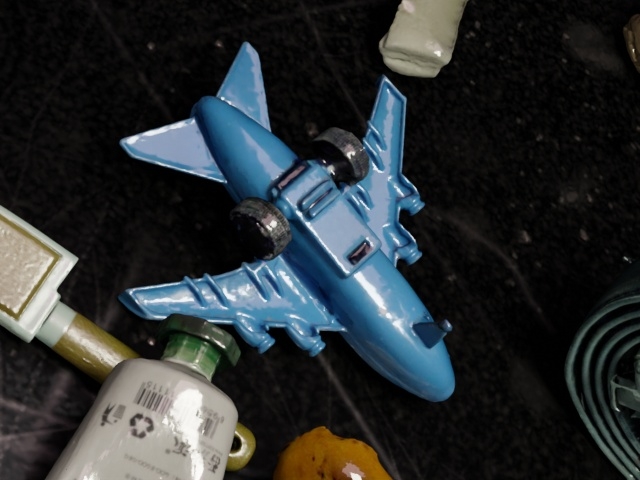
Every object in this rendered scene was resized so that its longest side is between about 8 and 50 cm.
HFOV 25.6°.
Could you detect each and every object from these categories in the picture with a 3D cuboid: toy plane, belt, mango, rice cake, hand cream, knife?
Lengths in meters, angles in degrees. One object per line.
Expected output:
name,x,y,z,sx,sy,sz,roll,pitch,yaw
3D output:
toy plane,0.000,0.000,0.943,0.271,0.105,0.254,46,64,4
belt,0.294,0.123,0.983,0.267,0.206,0.116,51,53,-6
mango,0.022,0.171,0.872,0.127,0.077,0.063,44,53,-12
rice cake,0.108,-0.230,1.163,0.057,0.052,0.256,11,52,14
hand cream,-0.128,0.195,0.771,0.121,0.076,0.336,27,63,-10
knife,-0.176,0.029,0.859,0.343,0.027,0.061,35,70,-12

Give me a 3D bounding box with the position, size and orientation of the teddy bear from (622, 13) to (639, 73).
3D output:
teddy bear,0.378,-0.144,1.237,0.177,0.140,0.190,-7,77,-37
